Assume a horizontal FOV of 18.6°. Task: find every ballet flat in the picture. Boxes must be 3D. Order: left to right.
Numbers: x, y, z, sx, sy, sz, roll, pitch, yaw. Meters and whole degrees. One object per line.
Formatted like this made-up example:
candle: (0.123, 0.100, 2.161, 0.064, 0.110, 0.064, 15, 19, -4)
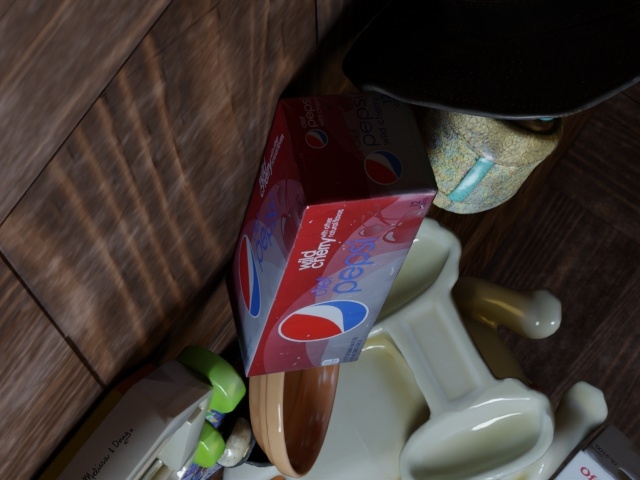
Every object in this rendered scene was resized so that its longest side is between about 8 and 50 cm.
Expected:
ballet flat: (-0.056, 0.172, 1.690, 0.057, 0.049, 0.173, -57, 171, 3)
ballet flat: (0.120, -0.126, 1.405, 0.123, 0.123, 0.348, -60, -174, 29)

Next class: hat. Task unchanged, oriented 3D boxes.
hat: (0.156, -0.209, 1.251, 0.331, 0.331, 0.134, -48, 129, -43)

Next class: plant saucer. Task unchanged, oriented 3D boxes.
plant saucer: (-0.022, 0.101, 1.663, 0.200, 0.037, 0.200, 6, 90, -77)

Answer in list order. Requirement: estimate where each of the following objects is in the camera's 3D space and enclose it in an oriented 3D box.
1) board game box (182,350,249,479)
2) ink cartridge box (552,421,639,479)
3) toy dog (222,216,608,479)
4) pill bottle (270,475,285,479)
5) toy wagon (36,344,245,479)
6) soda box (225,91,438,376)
board game box: (-0.094, 0.163, 1.741, 0.136, 0.035, 0.201, -58, 171, 14)
ink cartridge box: (0.301, 0.301, 2.115, 0.072, 0.127, 0.175, -34, 164, -47)
toy dog: (0.124, 0.212, 2.128, 0.395, 0.284, 0.408, -41, 157, 8)
pill bottle: (-0.077, 0.352, 2.264, 0.246, 0.130, 0.130, -58, 172, 19)
toy wagon: (-0.169, 0.225, 1.441, 0.267, 0.068, 0.344, -51, 172, -26)
soda box: (0.000, 0.000, 1.346, 0.092, 0.083, 0.263, -6, 153, -15)
